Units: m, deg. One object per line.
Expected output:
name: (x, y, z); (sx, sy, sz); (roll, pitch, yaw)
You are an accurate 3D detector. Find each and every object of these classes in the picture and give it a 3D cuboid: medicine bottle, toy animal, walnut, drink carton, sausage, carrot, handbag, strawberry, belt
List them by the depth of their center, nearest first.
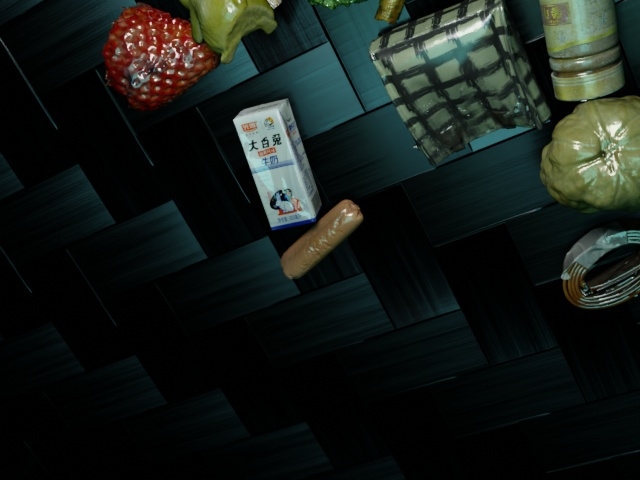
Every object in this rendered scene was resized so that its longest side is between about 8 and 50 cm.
medicine bottle: (0.556, -0.477, 1.736); (0.151, 0.151, 0.323); (-9, 113, 17)
walnut: (0.637, -0.183, 1.794); (0.253, 0.277, 0.282); (40, 92, 18)
carrot: (0.189, -0.606, 1.803); (0.070, 0.070, 0.260); (23, 120, 1)
handbag: (0.319, -0.366, 1.850); (0.325, 0.162, 0.327); (-18, 119, 24)
toy animal: (-0.258, -0.576, 1.870); (0.181, 0.363, 0.180); (-39, 147, -6)
strawberry: (-0.409, -0.426, 1.990); (0.280, 0.150, 0.253); (21, 116, 4)
belt: (0.718, 0.056, 1.992); (0.261, 0.105, 0.184); (-32, 103, 25)
drink carton: (-0.104, -0.192, 2.058); (0.130, 0.106, 0.315); (-11, 113, 17)
sausage: (-0.001, 0.000, 2.142); (0.086, 0.086, 0.289); (42, 118, -9)

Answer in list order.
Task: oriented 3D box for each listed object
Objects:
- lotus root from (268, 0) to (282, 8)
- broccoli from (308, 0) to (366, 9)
lotus root: (-0.124, -0.589, 1.907); (0.037, 0.030, 0.083); (-41, 103, 20)
broccoli: (0.044, -0.636, 1.720); (0.307, 0.275, 0.308); (-8, 124, -12)
